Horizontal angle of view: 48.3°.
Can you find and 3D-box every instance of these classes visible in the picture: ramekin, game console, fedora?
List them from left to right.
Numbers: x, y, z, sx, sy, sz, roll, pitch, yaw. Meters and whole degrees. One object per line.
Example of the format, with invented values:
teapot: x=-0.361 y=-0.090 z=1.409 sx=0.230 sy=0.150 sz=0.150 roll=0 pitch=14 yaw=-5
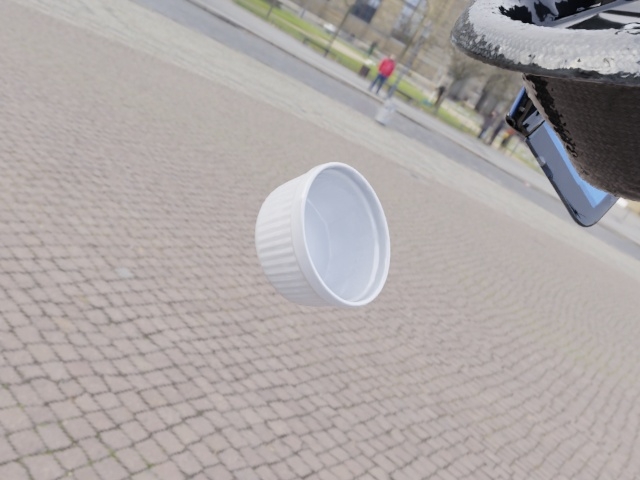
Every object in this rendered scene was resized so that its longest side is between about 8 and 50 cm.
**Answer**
ramekin: x=0.000 y=0.000 z=1.033 sx=0.109 sy=0.207 sz=0.207 roll=-13 pitch=-15 yaw=38
game console: x=0.385 y=-0.201 z=0.859 sx=0.173 sy=0.293 sz=0.250 roll=43 pitch=-18 yaw=13
fedora: x=0.262 y=-0.126 z=0.550 sx=0.334 sy=0.152 sz=0.334 roll=-11 pitch=28 yaw=6
